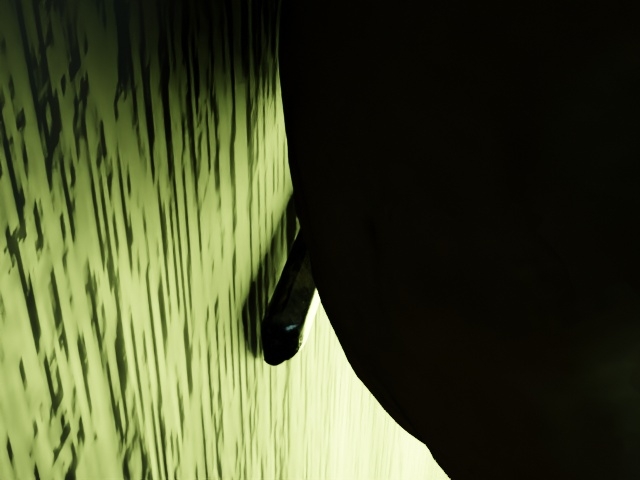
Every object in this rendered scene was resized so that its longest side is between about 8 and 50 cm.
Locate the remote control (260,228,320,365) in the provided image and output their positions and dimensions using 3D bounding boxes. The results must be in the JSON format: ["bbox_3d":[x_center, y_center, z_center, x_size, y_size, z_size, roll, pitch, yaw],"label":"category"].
[{"bbox_3d":[0.000,0.000,0.693,0.039,0.014,0.096,86,22,-63],"label":"remote control"}]

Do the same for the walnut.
[{"bbox_3d":[0.158,-0.066,0.561,0.381,0.381,0.381,17,90,-80],"label":"walnut"}]
